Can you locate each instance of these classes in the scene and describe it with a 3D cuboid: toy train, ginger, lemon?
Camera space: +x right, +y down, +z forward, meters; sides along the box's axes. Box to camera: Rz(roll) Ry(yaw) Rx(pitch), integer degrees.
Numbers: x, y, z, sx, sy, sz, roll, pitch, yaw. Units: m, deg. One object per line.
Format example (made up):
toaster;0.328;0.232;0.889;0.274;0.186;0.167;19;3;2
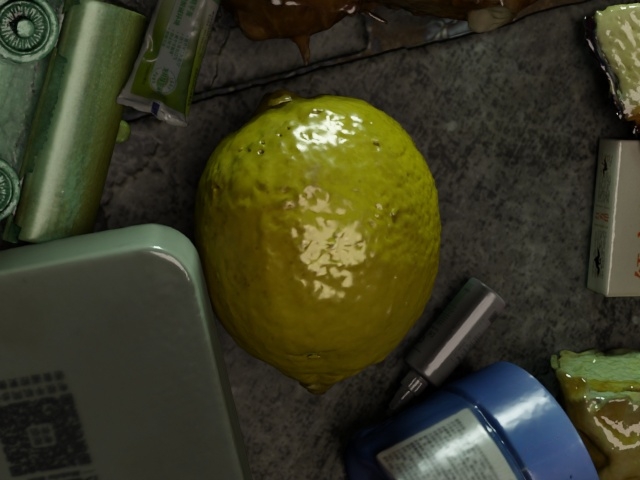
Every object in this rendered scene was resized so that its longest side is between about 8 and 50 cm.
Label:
toy train;-0.277;-0.122;1.049;0.189;0.126;0.308;13;95;-22
ginger;0.054;-0.297;1.108;0.418;0.176;0.254;12;94;-13
lemon;0.000;0.000;1.101;0.268;0.268;0.322;-16;105;-17

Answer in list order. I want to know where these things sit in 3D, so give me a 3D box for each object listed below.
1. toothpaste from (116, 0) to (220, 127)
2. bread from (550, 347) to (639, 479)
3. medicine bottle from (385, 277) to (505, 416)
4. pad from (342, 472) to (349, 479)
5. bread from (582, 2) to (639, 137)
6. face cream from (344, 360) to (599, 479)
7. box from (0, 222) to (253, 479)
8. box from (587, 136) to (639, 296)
toothpaste;-0.129;-0.235;1.024;0.078;0.047;0.248;20;107;-3
bread;0.393;0.268;1.341;0.238;0.196;0.252;-3;99;-16
medicine bottle;0.145;0.138;1.294;0.057;0.057;0.199;41;86;-22
pad;0.095;0.358;1.349;0.190;0.004;0.127;24;92;-23
bread;0.566;-0.166;1.365;0.404;0.242;0.346;-11;97;13
face cream;0.172;0.296;1.231;0.225;0.249;0.249;-22;107;-17
box;-0.272;0.186;1.071;0.367;0.090;0.373;-10;112;1
box;0.527;-0.033;1.402;0.365;0.051;0.205;-1;100;-20
